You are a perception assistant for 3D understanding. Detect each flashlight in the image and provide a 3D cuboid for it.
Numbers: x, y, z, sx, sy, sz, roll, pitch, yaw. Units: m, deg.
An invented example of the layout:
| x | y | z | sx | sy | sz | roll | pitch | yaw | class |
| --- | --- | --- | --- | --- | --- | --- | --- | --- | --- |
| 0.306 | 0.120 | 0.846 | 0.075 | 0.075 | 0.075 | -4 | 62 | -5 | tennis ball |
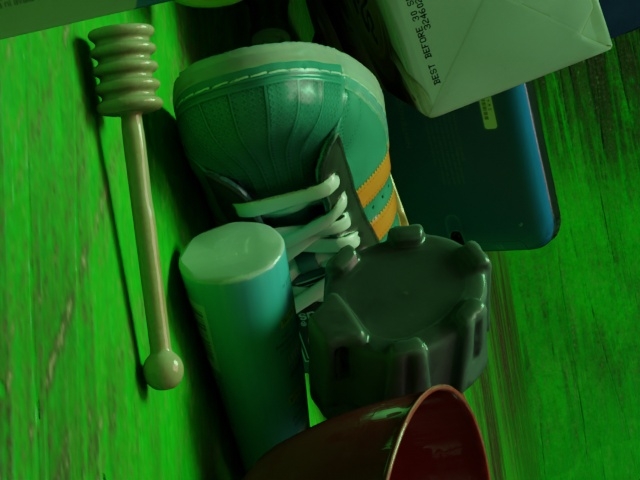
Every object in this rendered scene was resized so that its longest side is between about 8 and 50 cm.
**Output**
| x | y | z | sx | sy | sz | roll | pitch | yaw | class |
| --- | --- | --- | --- | --- | --- | --- | --- | --- | --- |
| 0.052 | 0.106 | 0.963 | 0.304 | 0.103 | 0.103 | 90 | 13 | -53 | flashlight |

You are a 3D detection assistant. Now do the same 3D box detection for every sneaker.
| x | y | z | sx | sy | sz | roll | pitch | yaw | class |
| --- | --- | --- | --- | --- | --- | --- | --- | --- | --- |
| 0.000 | 0.000 | 0.954 | 0.302 | 0.108 | 0.121 | 60 | 17 | -65 | sneaker |

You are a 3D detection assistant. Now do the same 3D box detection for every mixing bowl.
| x | y | z | sx | sy | sz | roll | pitch | yaw | class |
| --- | --- | --- | --- | --- | --- | --- | --- | --- | --- |
| 0.011 | 0.155 | 0.820 | 0.181 | 0.098 | 0.181 | 0 | 90 | -68 | mixing bowl |

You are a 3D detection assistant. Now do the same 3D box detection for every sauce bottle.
| x | y | z | sx | sy | sz | roll | pitch | yaw | class |
| --- | --- | --- | --- | --- | --- | --- | --- | --- | --- |
| -0.035 | -0.179 | 1.141 | 0.042 | 0.042 | 0.128 | 62 | 18 | -58 | sauce bottle |

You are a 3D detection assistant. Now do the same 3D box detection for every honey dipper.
| x | y | z | sx | sy | sz | roll | pitch | yaw | class |
| --- | --- | --- | --- | --- | --- | --- | --- | --- | --- |
| -0.079 | -0.014 | 0.772 | 0.030 | 0.030 | 0.160 | 13 | 70 | -79 | honey dipper |

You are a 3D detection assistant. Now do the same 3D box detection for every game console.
| x | y | z | sx | sy | sz | roll | pitch | yaw | class |
| --- | --- | --- | --- | --- | --- | --- | --- | --- | --- |
| 0.102 | -0.151 | 1.534 | 0.173 | 0.250 | 0.293 | -34 | 115 | -50 | game console |

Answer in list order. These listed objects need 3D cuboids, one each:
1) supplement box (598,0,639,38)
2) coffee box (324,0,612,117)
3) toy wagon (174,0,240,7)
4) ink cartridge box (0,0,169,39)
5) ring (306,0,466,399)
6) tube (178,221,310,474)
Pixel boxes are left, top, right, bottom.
| x | y | z | sx | sy | sz | roll | pitch | yaw | class |
| --- | --- | --- | --- | --- | --- | --- | --- | --- | --- |
| 0.157 | -0.328 | 1.295 | 0.195 | 0.194 | 0.356 | 80 | -16 | -45 | supplement box |
| 0.064 | -0.188 | 1.089 | 0.297 | 0.119 | 0.168 | -123 | -168 | -77 | coffee box |
| -0.078 | -0.255 | 0.913 | 0.344 | 0.068 | 0.267 | 58 | 23 | -66 | toy wagon |
| -0.081 | -0.183 | 0.589 | 0.086 | 0.148 | 0.203 | -74 | 152 | -66 | ink cartridge box |
| 0.041 | -0.014 | 1.258 | 0.336 | 0.032 | 0.336 | -20 | 90 | -90 | ring |
| -0.027 | 0.089 | 0.904 | 0.080 | 0.052 | 0.207 | -75 | 159 | -53 | tube |
